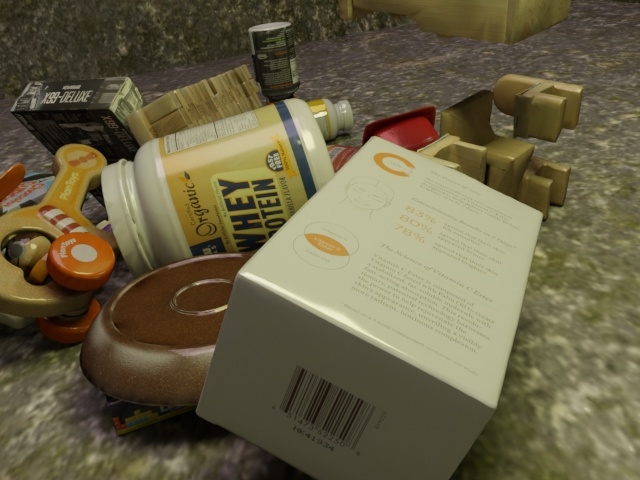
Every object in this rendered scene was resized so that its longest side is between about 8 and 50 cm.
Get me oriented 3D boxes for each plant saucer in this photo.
[{"bbox_3d":[-0.133,0.084,0.803,0.311,0.050,0.310,-5,24,2],"label":"plant saucer"}]

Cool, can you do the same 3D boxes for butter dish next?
[{"bbox_3d":[0.162,-0.144,1.227,0.160,0.160,0.118,-19,49,-21],"label":"butter dish"}]

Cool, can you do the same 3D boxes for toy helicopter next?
[{"bbox_3d":[-0.401,-0.032,0.968,0.235,0.140,0.355,16,38,-14],"label":"toy helicopter"}]

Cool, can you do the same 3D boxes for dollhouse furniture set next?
[{"bbox_3d":[0.179,-0.186,0.961,0.257,0.394,0.362,23,40,36],"label":"dollhouse furniture set"}]

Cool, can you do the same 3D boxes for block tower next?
[{"bbox_3d":[-0.210,-0.235,1.203,0.097,0.090,0.335,-22,14,25],"label":"block tower"}]

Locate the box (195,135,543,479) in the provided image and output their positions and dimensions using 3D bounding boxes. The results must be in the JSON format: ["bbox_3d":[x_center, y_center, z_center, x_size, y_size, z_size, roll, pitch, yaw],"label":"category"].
[{"bbox_3d":[0.068,0.060,0.661,0.215,0.168,0.345,27,34,10],"label":"box"}]

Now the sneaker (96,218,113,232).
[{"bbox_3d":[-0.379,0.015,1.165,0.170,0.068,0.071,-23,42,-10],"label":"sneaker"}]

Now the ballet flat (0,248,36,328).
[{"bbox_3d":[-0.489,0.088,0.952,0.147,0.146,0.409,12,32,40],"label":"ballet flat"}]

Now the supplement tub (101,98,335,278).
[{"bbox_3d":[-0.142,-0.066,1.014,0.316,0.228,0.228,-18,25,-4],"label":"supplement tub"}]

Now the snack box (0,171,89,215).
[{"bbox_3d":[-0.679,-0.062,1.423,0.187,0.060,0.322,6,28,30],"label":"snack box"}]

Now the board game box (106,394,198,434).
[{"bbox_3d":[-0.169,0.145,0.796,0.170,0.048,0.141,-17,24,-16],"label":"board game box"}]

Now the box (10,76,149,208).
[{"bbox_3d":[-0.377,-0.163,1.246,0.243,0.307,0.076,4,57,28],"label":"box"}]

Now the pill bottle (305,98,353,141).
[{"bbox_3d":[-0.019,-0.286,1.622,0.184,0.103,0.103,-14,25,-10],"label":"pill bottle"}]

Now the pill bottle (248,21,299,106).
[{"bbox_3d":[-0.133,-0.510,1.984,0.131,0.245,0.130,-6,24,3],"label":"pill bottle"}]

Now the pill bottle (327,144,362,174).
[{"bbox_3d":[0.093,-0.094,1.139,0.216,0.121,0.121,14,33,41],"label":"pill bottle"}]
